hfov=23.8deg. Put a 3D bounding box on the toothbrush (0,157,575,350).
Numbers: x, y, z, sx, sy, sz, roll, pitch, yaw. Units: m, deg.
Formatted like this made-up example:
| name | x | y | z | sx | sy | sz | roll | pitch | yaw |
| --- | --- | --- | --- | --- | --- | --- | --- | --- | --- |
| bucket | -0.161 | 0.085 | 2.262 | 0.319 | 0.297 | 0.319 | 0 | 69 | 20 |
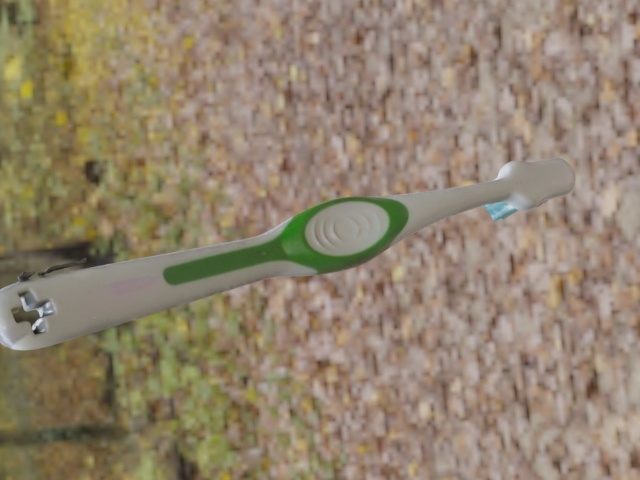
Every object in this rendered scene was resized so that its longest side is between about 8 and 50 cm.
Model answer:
| name | x | y | z | sx | sy | sz | roll | pitch | yaw |
| --- | --- | --- | --- | --- | --- | --- | --- | --- | --- |
| toothbrush | 0.003 | -0.002 | 0.837 | 0.040 | 0.418 | 0.042 | -34 | 75 | 46 |
